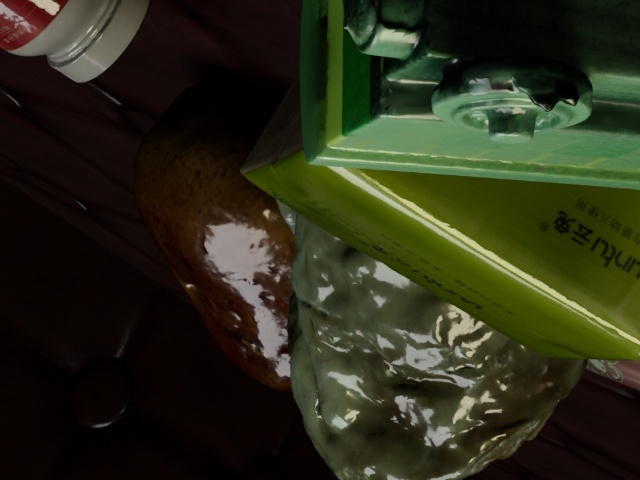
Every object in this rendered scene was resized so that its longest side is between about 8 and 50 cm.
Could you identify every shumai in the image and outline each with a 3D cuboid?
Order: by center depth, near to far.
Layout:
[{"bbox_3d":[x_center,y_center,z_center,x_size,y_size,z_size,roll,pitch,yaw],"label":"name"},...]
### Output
[{"bbox_3d":[0.053,0.016,1.524,0.309,0.304,0.263,18,154,44],"label":"shumai"}]

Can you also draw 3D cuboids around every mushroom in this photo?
[{"bbox_3d":[-0.029,-0.019,1.898,0.345,0.259,0.345,54,168,17],"label":"mushroom"}]

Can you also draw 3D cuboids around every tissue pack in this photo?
[{"bbox_3d":[0.114,-0.046,1.312,0.274,0.167,0.200,32,170,-12],"label":"tissue pack"}]

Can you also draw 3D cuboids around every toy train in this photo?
[{"bbox_3d":[0.137,-0.090,0.893,0.300,0.120,0.202,3,173,-18],"label":"toy train"}]

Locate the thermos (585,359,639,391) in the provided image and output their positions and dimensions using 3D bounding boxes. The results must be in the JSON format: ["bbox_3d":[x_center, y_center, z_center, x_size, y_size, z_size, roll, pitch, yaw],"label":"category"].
[{"bbox_3d":[0.225,0.049,1.665,0.330,0.110,0.136,21,168,42],"label":"thermos"}]

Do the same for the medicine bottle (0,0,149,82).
[{"bbox_3d":[-0.266,-0.240,1.541,0.250,0.131,0.131,34,169,-30],"label":"medicine bottle"}]
